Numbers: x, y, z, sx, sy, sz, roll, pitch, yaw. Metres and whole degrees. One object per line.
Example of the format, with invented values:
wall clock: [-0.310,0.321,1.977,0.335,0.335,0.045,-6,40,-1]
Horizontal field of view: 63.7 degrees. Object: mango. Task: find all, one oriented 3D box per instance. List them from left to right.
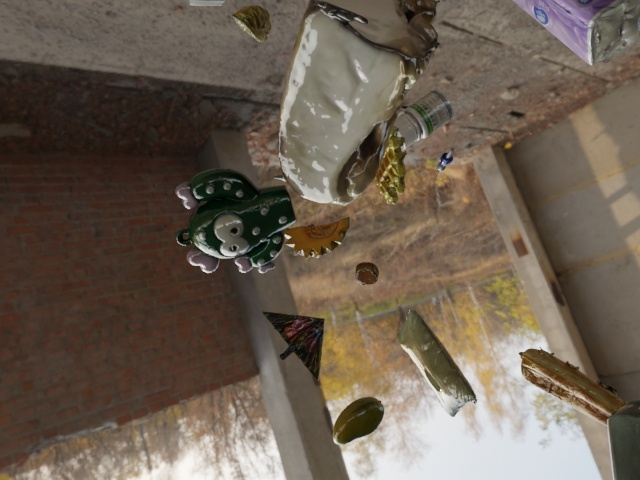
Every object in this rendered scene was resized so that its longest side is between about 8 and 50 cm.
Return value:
mango: [0.122,0.564,1.622,0.190,0.122,0.085,-17,-150,-34]

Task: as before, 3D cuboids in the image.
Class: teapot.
teapot: [0.481,0.363,0.732,0.170,0.225,0.203,20,159,9]

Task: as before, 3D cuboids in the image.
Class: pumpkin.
pumpkin: [0.000,0.000,1.918,0.253,0.131,0.149,-13,174,7]

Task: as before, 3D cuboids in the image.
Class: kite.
kite: [-0.067,0.346,1.879,0.233,0.321,0.016,-37,174,-29]

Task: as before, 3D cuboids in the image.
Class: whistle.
whistle: [0.307,-0.197,1.261,0.033,0.029,0.083,-51,172,-32]

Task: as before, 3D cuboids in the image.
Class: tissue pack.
tissue pack: [0.575,-0.559,1.095,0.242,0.339,0.160,-32,146,9]

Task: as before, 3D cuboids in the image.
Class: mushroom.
mushroom: [0.051,-0.277,0.984,0.224,0.314,0.398,18,133,-4]

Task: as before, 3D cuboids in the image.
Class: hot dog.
hot dog: [0.561,0.323,1.140,0.072,0.269,0.109,-46,145,-22]

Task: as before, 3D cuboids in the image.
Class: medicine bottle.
medicine bottle: [0.378,-0.459,1.965,0.236,0.139,0.139,-34,170,-7]

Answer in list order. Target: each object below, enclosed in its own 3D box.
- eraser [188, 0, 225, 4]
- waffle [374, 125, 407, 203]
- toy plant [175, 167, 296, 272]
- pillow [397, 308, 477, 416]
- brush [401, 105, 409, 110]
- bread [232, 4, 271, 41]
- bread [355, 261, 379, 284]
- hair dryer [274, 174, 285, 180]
eraser: [-0.346,-0.728,1.558,0.103,0.023,0.150,-6,-160,-14]
waffle: [0.193,-0.241,1.529,0.056,0.262,0.250,-13,-152,-8]
toy plant: [-0.172,-0.033,1.038,0.243,0.113,0.233,4,119,-19]
pillow: [0.322,0.354,1.468,0.074,0.303,0.185,-21,151,-21]
brush: [0.358,-0.648,2.477,0.193,0.016,0.063,8,127,-14]
bread: [-0.196,-0.670,1.584,0.094,0.083,0.157,-54,168,-1]
bread: [0.160,0.110,1.779,0.085,0.085,0.053,-24,-153,26]
hair dryer: [-0.077,-0.218,1.821,0.182,0.044,0.155,1,-175,-15]
